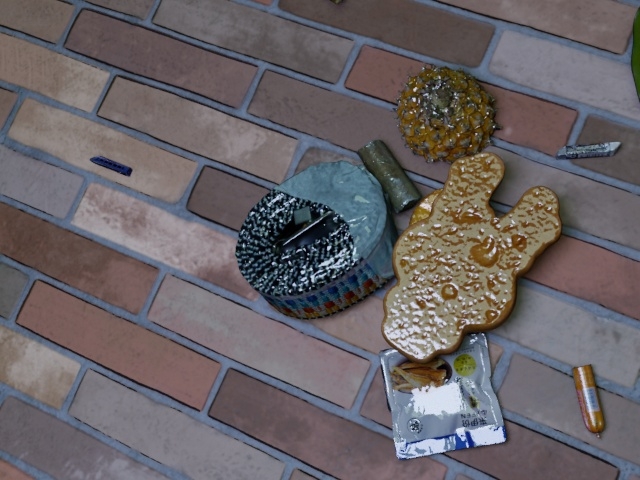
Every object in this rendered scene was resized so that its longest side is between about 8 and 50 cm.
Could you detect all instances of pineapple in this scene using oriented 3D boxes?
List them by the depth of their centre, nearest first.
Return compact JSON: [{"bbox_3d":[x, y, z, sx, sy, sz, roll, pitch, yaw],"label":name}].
[{"bbox_3d":[0.194,-0.214,1.394,0.161,0.137,0.176,-40,72,1],"label":"pineapple"}]

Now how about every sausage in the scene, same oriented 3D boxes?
[{"bbox_3d":[0.396,0.237,1.293,0.031,0.031,0.107,-11,74,10],"label":"sausage"}]

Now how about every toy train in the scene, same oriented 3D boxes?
[{"bbox_3d":[-0.376,-0.136,1.571,0.083,0.017,0.017,21,80,17],"label":"toy train"}]

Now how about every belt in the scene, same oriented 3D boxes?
[{"bbox_3d":[0.000,0.000,1.384,0.257,0.150,0.207,-33,62,2],"label":"belt"}]

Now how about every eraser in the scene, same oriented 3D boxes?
[{"bbox_3d":[0.421,-0.142,1.382,0.099,0.027,0.019,-3,74,13],"label":"eraser"}]

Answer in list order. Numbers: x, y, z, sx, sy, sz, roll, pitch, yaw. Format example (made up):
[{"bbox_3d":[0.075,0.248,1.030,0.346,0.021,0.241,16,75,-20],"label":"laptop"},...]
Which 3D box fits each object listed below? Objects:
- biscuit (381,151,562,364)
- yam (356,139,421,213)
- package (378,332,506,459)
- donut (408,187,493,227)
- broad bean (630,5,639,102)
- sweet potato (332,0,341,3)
[{"bbox_3d":[0.213,0.032,1.315,0.202,0.047,0.334,33,83,17],"label":"biscuit"},{"bbox_3d":[0.113,-0.104,1.431,0.054,0.054,0.132,-33,70,3],"label":"yam"},{"bbox_3d":[0.185,0.236,1.343,0.171,0.027,0.173,-13,70,10],"label":"package"},{"bbox_3d":[0.209,-0.007,1.382,0.152,0.058,0.152,-3,75,12],"label":"donut"},{"bbox_3d":[0.523,-0.284,1.384,0.065,0.046,0.254,-1,78,6],"label":"broad bean"},{"bbox_3d":[-0.037,-0.518,1.564,0.067,0.067,0.274,-36,71,2],"label":"sweet potato"}]
